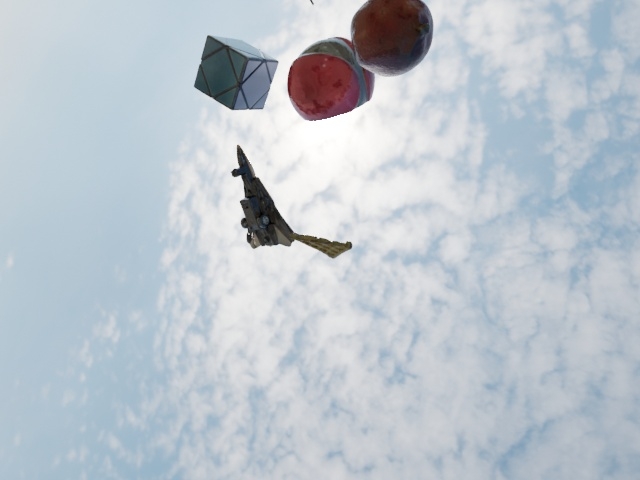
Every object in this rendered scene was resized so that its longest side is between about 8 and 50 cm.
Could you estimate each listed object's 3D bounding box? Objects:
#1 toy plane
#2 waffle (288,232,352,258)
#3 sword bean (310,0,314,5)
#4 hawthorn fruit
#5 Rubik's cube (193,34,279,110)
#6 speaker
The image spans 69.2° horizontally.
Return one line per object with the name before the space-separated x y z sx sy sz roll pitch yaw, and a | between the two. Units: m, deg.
toy plane | -0.196 -0.121 1.361 0.204 0.316 0.103 -4 -151 39
waffle | 0.000 0.000 1.245 0.097 0.152 0.023 -35 -146 52
sword bean | -0.046 -0.808 1.522 0.012 0.083 0.012 -29 -146 23
hawthorn fruit | 0.154 -0.419 0.941 0.188 0.169 0.169 15 -95 48
Rubik's cube | -0.314 -0.625 1.743 0.205 0.207 0.205 35 -62 18
speaker | 0.028 -0.513 1.520 0.294 0.294 0.295 -17 -116 38
